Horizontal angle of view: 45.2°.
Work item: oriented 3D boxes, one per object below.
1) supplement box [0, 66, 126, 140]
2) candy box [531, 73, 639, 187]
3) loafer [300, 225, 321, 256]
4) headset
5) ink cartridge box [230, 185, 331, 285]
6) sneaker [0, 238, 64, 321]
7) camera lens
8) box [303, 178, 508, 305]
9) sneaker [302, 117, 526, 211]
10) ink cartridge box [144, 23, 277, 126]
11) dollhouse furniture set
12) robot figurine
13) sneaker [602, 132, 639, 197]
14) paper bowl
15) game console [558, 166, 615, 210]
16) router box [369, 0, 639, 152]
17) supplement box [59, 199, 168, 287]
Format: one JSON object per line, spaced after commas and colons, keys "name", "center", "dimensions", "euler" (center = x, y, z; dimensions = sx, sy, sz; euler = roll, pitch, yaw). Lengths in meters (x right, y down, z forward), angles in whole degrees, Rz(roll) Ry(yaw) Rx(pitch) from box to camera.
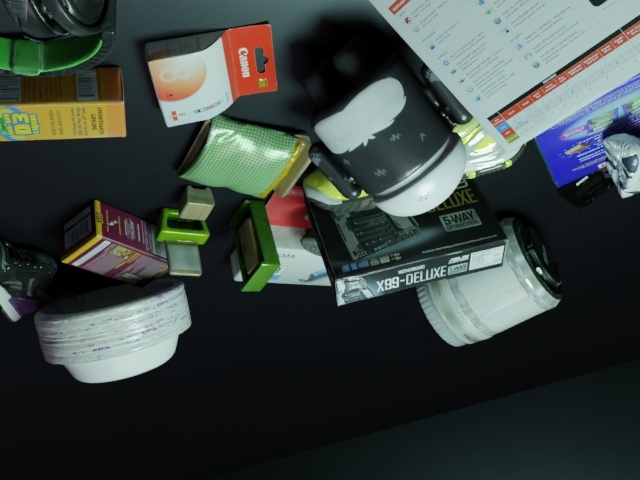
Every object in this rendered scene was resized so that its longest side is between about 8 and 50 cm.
{"name": "supplement box", "center": [-0.393, -0.189, 1.073], "dimensions": [0.233, 0.080, 0.078], "euler": [-3, 146, -13]}
{"name": "candy box", "center": [0.474, -0.231, 1.276], "dimensions": [0.268, 0.122, 0.317], "euler": [-25, 157, 16]}
{"name": "loafer", "center": [0.081, -0.022, 1.500], "dimensions": [0.251, 0.087, 0.094], "euler": [-4, 163, -14]}
{"name": "headset", "center": [-0.354, -0.264, 0.827], "dimensions": [0.243, 0.185, 0.394], "euler": [1, 163, -9]}
{"name": "ink cartridge box", "center": [0.000, 0.000, 1.561], "dimensions": [0.296, 0.066, 0.261], "euler": [4, 146, -28]}
{"name": "sneaker", "center": [-0.551, 0.039, 1.390], "dimensions": [0.124, 0.107, 0.283], "euler": [-23, 155, -13]}
{"name": "camera lens", "center": [0.380, 0.092, 1.717], "dimensions": [0.274, 0.219, 0.219], "euler": [-31, 146, 27]}
{"name": "box", "center": [0.145, -0.028, 1.380], "dimensions": [0.307, 0.242, 0.076], "euler": [-12, 138, -6]}
{"name": "sneaker", "center": [0.145, -0.166, 1.312], "dimensions": [0.385, 0.145, 0.147], "euler": [-19, 123, 9]}
{"name": "ink cartridge box", "center": [-0.153, -0.238, 1.125], "dimensions": [0.179, 0.045, 0.145], "euler": [-9, 150, -4]}
{"name": "dollhouse furniture set", "center": [-0.146, -0.054, 1.325], "dimensions": [0.198, 0.151, 0.301], "euler": [5, 144, -29]}
{"name": "robot figurine", "center": [0.098, -0.167, 1.155], "dimensions": [0.173, 0.278, 0.209], "euler": [-46, -165, -21]}
{"name": "sneaker", "center": [0.555, -0.145, 1.256], "dimensions": [0.153, 0.094, 0.235], "euler": [-26, 158, 15]}
{"name": "paper bowl", "center": [-0.389, 0.175, 1.478], "dimensions": [0.284, 0.148, 0.284], "euler": [-12, -173, 1]}
{"name": "game console", "center": [0.587, -0.127, 1.644], "dimensions": [0.107, 0.071, 0.122], "euler": [33, 132, -13]}
{"name": "router box", "center": [0.261, -0.305, 0.920], "dimensions": [0.301, 0.082, 0.335], "euler": [46, 139, -10]}
{"name": "supplement box", "center": [-0.367, 0.010, 1.409], "dimensions": [0.104, 0.081, 0.188], "euler": [-30, 146, 26]}
